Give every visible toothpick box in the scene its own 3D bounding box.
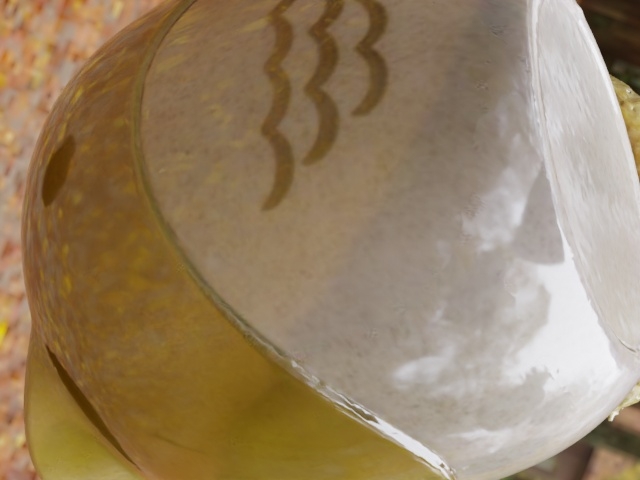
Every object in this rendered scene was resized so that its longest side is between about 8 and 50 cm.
[{"bbox_3d":[0.000,0.000,1.274,0.409,0.425,0.409,-13,90,-69],"label":"toothpick box"}]

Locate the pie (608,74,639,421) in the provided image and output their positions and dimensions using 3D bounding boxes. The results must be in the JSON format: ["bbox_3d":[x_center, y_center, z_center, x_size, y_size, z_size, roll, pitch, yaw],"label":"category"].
[{"bbox_3d":[0.246,-0.003,1.674,0.339,0.083,0.340,174,-90,-65],"label":"pie"}]
